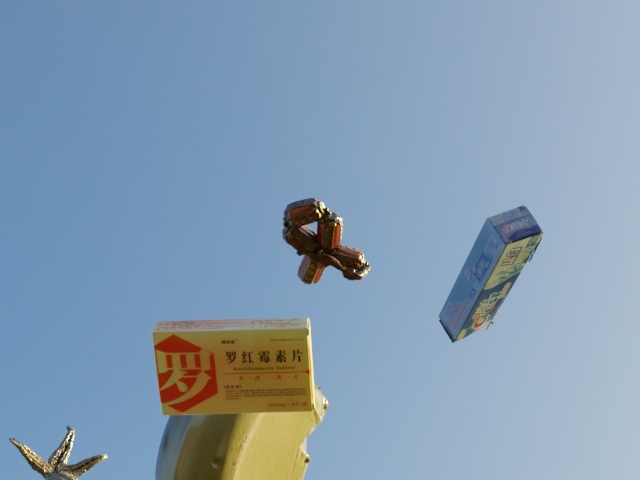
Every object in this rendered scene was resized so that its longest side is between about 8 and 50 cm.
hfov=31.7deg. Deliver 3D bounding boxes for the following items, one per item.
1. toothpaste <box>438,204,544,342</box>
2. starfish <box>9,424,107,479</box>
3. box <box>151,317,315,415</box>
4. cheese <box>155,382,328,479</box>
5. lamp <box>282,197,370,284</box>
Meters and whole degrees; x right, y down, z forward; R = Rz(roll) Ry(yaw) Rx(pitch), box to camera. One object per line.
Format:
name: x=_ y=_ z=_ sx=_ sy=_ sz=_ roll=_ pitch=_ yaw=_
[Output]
toothpaste: x=0.234 y=0.052 z=1.569 sx=0.066 sy=0.053 sz=0.272 roll=-20 pitch=-27 yaw=-22
starfish: x=-0.355 y=0.296 z=1.496 sx=0.130 sy=0.133 sz=0.041 roll=22 pitch=-68 yaw=-9
box: x=-0.051 y=0.075 z=0.664 sx=0.093 sy=0.015 sz=0.058 roll=-2 pitch=-67 yaw=3
cheese: x=-0.084 y=0.217 z=1.083 sx=0.175 sy=0.091 sz=0.203 roll=28 pitch=-101 yaw=-52
lamp: x=0.000 y=0.000 z=0.939 sx=0.063 sy=0.031 sz=0.083 roll=-13 pitch=-59 yaw=15
